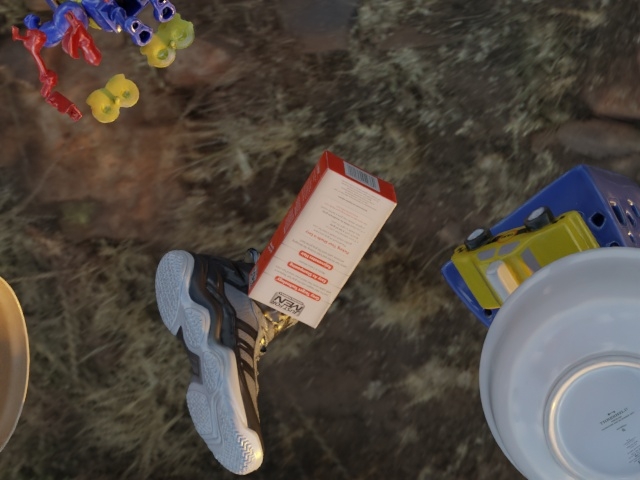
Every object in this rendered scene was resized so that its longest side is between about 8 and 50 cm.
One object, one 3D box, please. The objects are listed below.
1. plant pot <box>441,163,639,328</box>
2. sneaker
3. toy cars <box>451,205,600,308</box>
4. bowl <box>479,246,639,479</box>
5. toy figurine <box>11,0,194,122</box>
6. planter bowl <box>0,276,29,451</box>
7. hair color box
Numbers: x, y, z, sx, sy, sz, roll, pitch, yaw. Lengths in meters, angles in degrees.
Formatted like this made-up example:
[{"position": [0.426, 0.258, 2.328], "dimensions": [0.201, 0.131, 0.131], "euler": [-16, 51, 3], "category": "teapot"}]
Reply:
[{"position": [0.334, 0.060, 1.634], "dimensions": [0.236, 0.236, 0.212], "euler": [-38, 68, 22], "category": "plant pot"}, {"position": [-0.081, 0.125, 1.454], "dimensions": [0.101, 0.153, 0.269], "euler": [-47, 58, 53], "category": "sneaker"}, {"position": [0.318, 0.073, 1.437], "dimensions": [0.393, 0.087, 0.176], "euler": [22, 135, 22], "category": "toy cars"}, {"position": [0.301, 0.165, 1.294], "dimensions": [0.297, 0.134, 0.298], "euler": [3, 104, 13], "category": "bowl"}, {"position": [-0.251, -0.336, 1.505], "dimensions": [0.362, 0.191, 0.217], "euler": [-49, 50, -8], "category": "toy figurine"}, {"position": [-0.332, 0.106, 1.071], "dimensions": [0.109, 0.162, 0.162], "euler": [-1, 103, 16], "category": "planter bowl"}, {"position": [0.000, 0.000, 1.110], "dimensions": [0.072, 0.043, 0.141], "euler": [27, 112, -15], "category": "hair color box"}]
